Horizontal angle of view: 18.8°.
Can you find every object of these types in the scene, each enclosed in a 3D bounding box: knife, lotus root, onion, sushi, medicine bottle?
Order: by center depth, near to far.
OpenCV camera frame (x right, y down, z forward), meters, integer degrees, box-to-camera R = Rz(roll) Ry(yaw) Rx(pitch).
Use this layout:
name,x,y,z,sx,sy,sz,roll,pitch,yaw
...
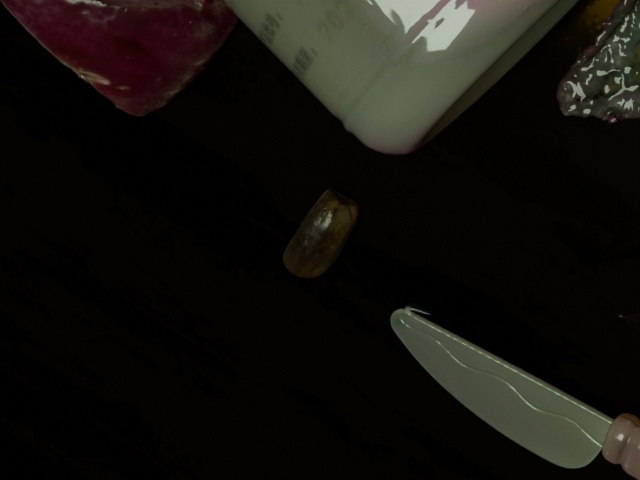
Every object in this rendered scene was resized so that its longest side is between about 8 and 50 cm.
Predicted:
name,x,y,z,sx,sy,sz,roll,pitch,yaw
sushi,0.278,-0.129,1.255,0.161,0.107,0.241,43,119,7
medicine bottle,0.028,-0.234,1.263,0.302,0.241,0.241,46,125,3
onion,-0.174,-0.231,1.457,0.250,0.111,0.247,47,126,5
knife,0.197,0.142,1.474,0.336,0.043,0.081,26,128,23
lotus root,-0.001,0.001,1.511,0.037,0.030,0.083,38,125,7

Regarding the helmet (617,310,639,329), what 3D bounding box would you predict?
name,x,y,z,sx,sy,sz,roll,pitch,yaw
helmet,0.361,0.023,1.224,0.305,0.225,0.177,21,91,17
